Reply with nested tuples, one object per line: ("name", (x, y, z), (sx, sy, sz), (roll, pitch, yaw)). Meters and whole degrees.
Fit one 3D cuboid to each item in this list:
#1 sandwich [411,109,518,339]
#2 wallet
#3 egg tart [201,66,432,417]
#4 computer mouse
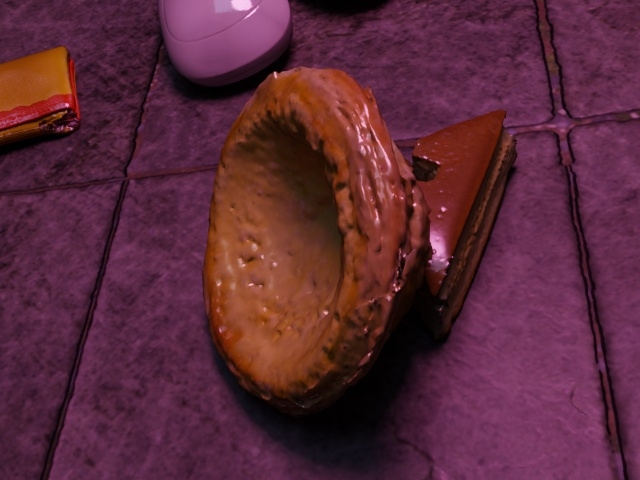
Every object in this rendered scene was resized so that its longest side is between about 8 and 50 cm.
("sandwich", (0.115, -0.029, 0.901), (0.088, 0.090, 0.244), (12, 53, 22))
("wallet", (-0.431, -0.167, 1.210), (0.241, 0.067, 0.141), (-19, 48, -1))
("egg tart", (0.000, 0.000, 0.833), (0.120, 0.315, 0.315), (5, 35, -34))
("computer mouse", (-0.133, -0.323, 1.216), (0.184, 0.121, 0.297), (-21, 48, 16))
